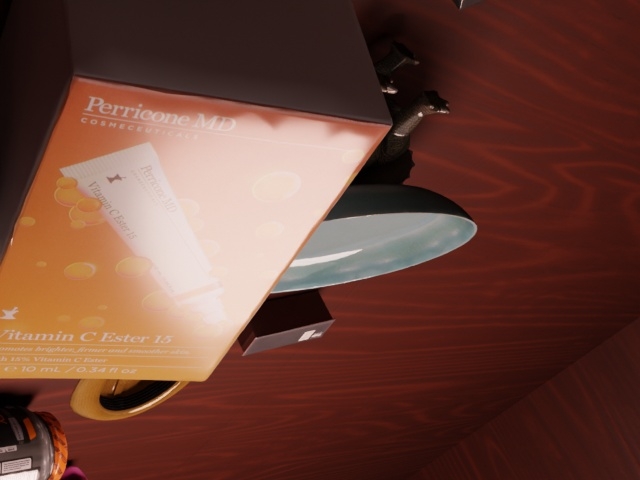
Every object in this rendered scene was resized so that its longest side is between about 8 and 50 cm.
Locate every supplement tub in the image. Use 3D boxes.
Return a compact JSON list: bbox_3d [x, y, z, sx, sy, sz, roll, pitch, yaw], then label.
[{"bbox_3d":[-0.401,0.255,1.207,0.190,0.117,0.117,0,143,-49],"label":"supplement tub"}]

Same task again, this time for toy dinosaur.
[{"bbox_3d":[0.010,-0.102,0.939,0.313,0.121,0.160,-6,142,-47],"label":"toy dinosaur"}]

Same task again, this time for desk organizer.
[{"bbox_3d":[-0.051,0.108,1.377,0.130,0.050,0.047,-10,150,-37],"label":"desk organizer"}]

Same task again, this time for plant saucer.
[{"bbox_3d":[0.000,0.000,1.060,0.317,0.043,0.317,-8,168,-2],"label":"plant saucer"}]

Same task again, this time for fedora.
[{"bbox_3d":[-0.215,0.130,1.205,0.194,0.079,0.194,-26,151,-15],"label":"fedora"}]

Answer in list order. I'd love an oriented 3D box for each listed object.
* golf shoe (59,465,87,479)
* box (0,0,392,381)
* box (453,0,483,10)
[{"bbox_3d":[-0.457,0.387,1.446,0.306,0.115,0.140,-5,137,-54],"label":"golf shoe"},{"bbox_3d":[-0.134,-0.049,0.769,0.215,0.168,0.345,5,142,-28],"label":"box"},{"bbox_3d":[0.116,-0.238,0.821,0.052,0.083,0.062,-23,155,-13],"label":"box"}]
